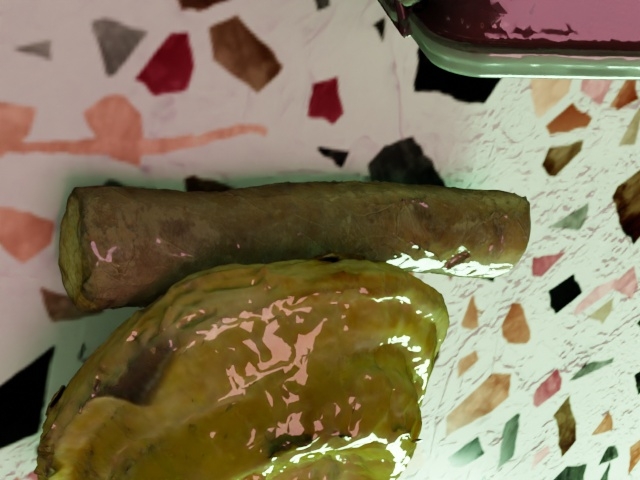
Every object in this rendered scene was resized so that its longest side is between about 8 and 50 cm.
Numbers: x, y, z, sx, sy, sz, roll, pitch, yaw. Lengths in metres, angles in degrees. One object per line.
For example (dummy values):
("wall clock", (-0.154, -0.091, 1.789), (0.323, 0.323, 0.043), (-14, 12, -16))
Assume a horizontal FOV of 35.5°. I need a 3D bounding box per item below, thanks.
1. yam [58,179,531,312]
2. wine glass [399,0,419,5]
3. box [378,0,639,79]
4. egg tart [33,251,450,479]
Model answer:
("yam", (0.000, 0.000, 0.668), (0.357, 0.081, 0.081), (-1, 120, -34))
("wine glass", (-0.050, -0.168, 0.424), (0.232, 0.156, 0.156), (-2, 121, -24))
("box", (0.182, -0.192, 0.541), (0.294, 0.193, 0.167), (0, 116, -9))
("egg tart", (-0.038, 0.125, 0.651), (0.290, 0.115, 0.290), (-19, 147, -13))
